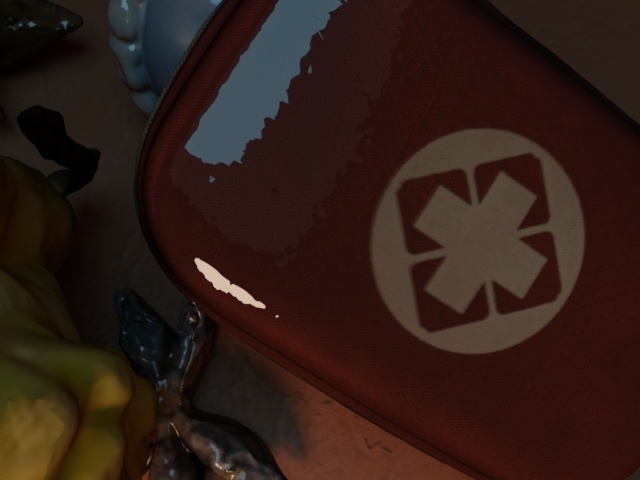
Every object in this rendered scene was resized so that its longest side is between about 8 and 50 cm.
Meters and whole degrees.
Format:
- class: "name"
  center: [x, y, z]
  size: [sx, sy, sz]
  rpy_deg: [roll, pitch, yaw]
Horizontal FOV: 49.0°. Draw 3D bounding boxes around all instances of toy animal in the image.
- class: "toy animal"
  center: [-0.050, -0.173, 0.561]
  size: [0.204, 0.156, 0.208]
  rpy_deg: [28, 77, 12]

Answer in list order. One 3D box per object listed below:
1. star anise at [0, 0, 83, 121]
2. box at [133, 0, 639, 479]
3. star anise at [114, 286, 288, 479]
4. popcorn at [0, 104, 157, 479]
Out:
- class: "star anise"
  center: [-0.377, -0.167, 0.581]
  size: [0.349, 0.109, 0.293]
  rpy_deg: [-14, 67, -4]
- class: "box"
  center: [0.086, -0.004, 0.456]
  size: [0.403, 0.108, 0.263]
  rpy_deg: [33, 89, -12]
- class: "star anise"
  center: [-0.121, 0.129, 0.507]
  size: [0.171, 0.063, 0.208]
  rpy_deg: [-18, 73, -2]
- class: "popcorn"
  center: [-0.244, 0.058, 0.400]
  size: [0.348, 0.349, 0.382]
  rpy_deg: [22, 48, 7]
